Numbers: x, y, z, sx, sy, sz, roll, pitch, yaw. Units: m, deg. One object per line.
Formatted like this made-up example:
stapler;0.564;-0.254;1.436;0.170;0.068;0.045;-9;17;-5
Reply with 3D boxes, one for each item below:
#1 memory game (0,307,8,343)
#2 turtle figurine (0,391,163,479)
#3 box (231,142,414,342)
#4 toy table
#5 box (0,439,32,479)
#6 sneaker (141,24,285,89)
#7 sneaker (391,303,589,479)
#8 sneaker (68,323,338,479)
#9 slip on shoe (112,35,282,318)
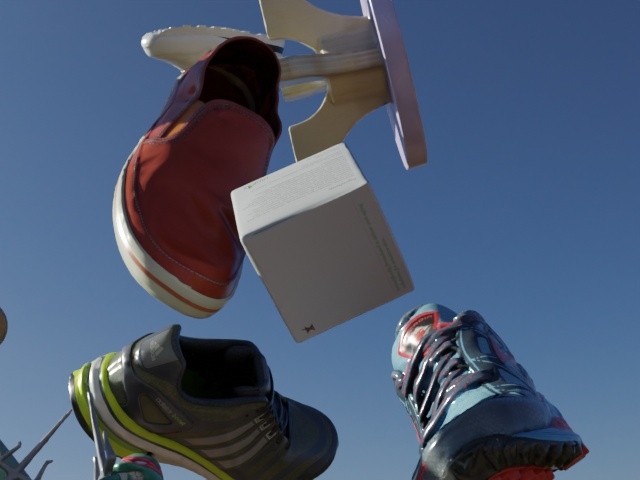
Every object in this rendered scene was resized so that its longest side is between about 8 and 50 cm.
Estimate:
memory game;-0.297;0.044;0.582;0.186;0.186;0.012;-3;-1;-7
turtle figurine;-0.155;0.203;0.585;0.118;0.234;0.175;41;-50;-22
box;0.000;0.000;0.682;0.102;0.087;0.101;-24;-62;2
toy table;0.025;-0.211;1.144;0.161;0.274;0.252;-13;-8;2
box;-0.277;0.293;0.705;0.058;0.232;0.322;1;-40;7
sneaker;-0.143;-0.249;1.279;0.235;0.094;0.090;-2;10;-41
sneaker;0.077;0.100;0.546;0.104;0.125;0.262;-37;-12;5
sneaker;-0.074;0.158;0.834;0.121;0.111;0.300;-35;-38;26
slip on shoe;-0.094;-0.071;0.785;0.123;0.331;0.101;32;-52;-20
